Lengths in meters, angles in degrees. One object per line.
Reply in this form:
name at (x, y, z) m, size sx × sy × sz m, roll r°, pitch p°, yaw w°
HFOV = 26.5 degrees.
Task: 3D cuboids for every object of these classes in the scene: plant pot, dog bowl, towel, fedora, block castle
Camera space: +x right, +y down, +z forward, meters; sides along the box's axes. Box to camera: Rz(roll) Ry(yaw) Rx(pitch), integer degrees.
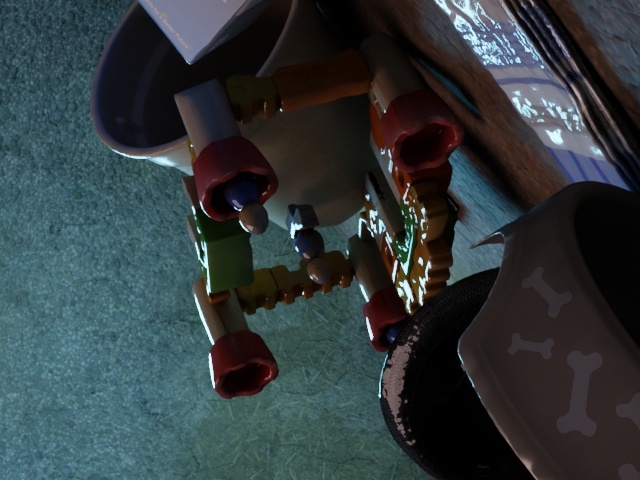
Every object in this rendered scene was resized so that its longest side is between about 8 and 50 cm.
plant pot at (-0.071, -0.174, 1.754) m, size 0.305 × 0.334 × 0.334 m, roll 40°, pitch -176°, yaw -42°
dog bowl at (0.254, 0.100, 0.977) m, size 0.348 × 0.102 × 0.349 m, roll 31°, pitch -151°, yaw -19°
towel at (0.175, -0.141, 1.148) m, size 0.285 × 0.034 × 0.209 m, roll 51°, pitch 176°, yaw -13°
fedora at (0.230, 0.143, 1.607) m, size 0.334 × 0.334 × 0.152 m, roll 52°, pitch -156°, yaw -19°
block castle at (0.000, 0.000, 1.597) m, size 0.453 × 0.303 × 0.213 m, roll 93°, pitch 158°, yaw -53°

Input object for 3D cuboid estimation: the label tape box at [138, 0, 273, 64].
label tape box at (-0.084, -0.354, 1.225) m, size 0.241 × 0.106 × 0.333 m, roll 51°, pitch 135°, yaw 0°

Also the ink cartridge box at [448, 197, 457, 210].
ink cartridge box at (0.115, -0.101, 1.979) m, size 0.207 × 0.046 × 0.097 m, roll 49°, pitch 177°, yaw 9°
